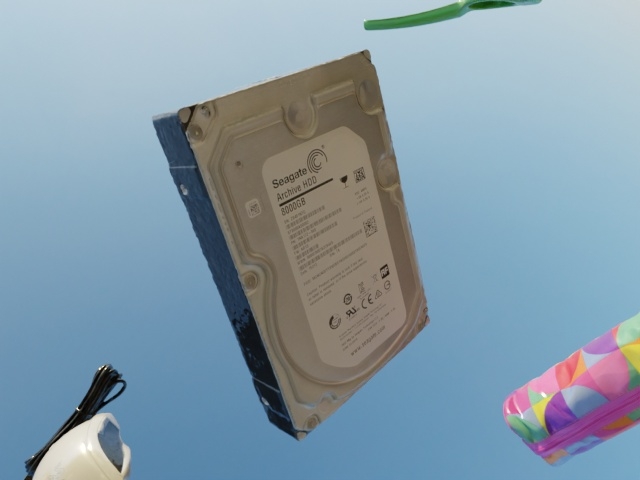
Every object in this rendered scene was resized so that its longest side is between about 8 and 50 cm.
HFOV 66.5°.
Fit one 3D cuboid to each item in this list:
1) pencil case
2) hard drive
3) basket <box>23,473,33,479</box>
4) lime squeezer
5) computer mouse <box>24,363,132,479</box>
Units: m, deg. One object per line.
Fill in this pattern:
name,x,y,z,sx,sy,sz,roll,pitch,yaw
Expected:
pencil case,0.320,0.162,0.544,0.104,0.236,0.105,25,-145,-20
hard drive,0.000,0.000,0.511,0.236,0.064,0.339,-31,-66,-35
basket,-0.334,0.426,0.703,0.226,0.154,0.205,30,-87,-8
lime squeezer,0.172,-0.265,0.455,0.110,0.310,0.059,50,-139,-8
computer mouse,-0.186,0.158,0.372,0.042,0.193,0.106,47,-111,-19
